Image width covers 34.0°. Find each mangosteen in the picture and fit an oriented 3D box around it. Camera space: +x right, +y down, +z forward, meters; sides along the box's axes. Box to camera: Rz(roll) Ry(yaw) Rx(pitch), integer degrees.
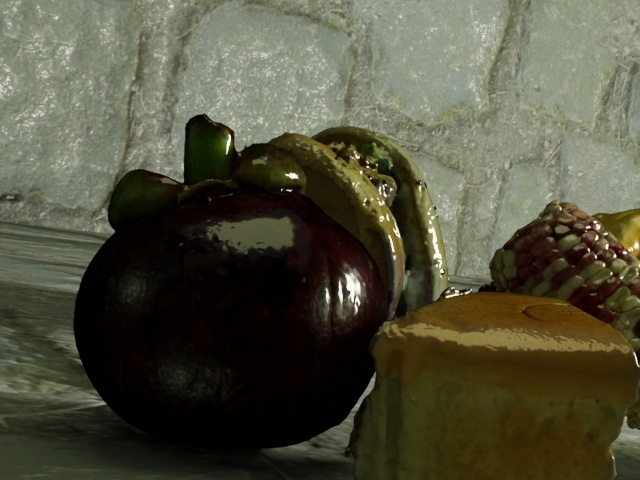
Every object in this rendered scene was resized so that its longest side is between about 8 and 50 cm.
[{"bbox_3d":[-0.055,0.038,0.727,0.216,0.216,0.216,9,2,0],"label":"mangosteen"}]

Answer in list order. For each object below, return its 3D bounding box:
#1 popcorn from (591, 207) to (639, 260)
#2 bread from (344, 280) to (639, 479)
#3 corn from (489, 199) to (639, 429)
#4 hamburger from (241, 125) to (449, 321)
[{"bbox_3d":[0.542,0.079,1.688,0.297,0.281,0.316,29,21,-36],"label":"popcorn"},{"bbox_3d":[0.100,0.102,0.704,0.169,0.140,0.160,8,8,-3],"label":"bread"},{"bbox_3d":[0.245,0.090,0.763,0.290,0.098,0.098,47,16,17],"label":"corn"},{"bbox_3d":[0.000,0.000,1.271,0.318,0.276,0.195,17,15,37],"label":"hamburger"}]
